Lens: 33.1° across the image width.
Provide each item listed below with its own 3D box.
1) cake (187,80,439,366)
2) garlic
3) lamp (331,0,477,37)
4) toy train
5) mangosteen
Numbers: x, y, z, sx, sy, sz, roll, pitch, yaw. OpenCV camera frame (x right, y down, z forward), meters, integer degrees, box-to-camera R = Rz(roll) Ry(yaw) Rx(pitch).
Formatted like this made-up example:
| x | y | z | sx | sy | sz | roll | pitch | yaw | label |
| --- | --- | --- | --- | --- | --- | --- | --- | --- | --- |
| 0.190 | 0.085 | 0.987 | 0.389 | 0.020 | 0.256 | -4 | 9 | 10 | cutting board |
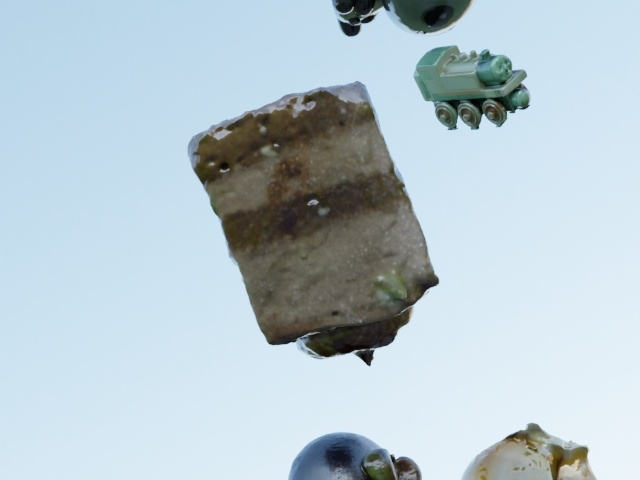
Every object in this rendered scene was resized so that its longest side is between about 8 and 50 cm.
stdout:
| x | y | z | sx | sy | sz | roll | pitch | yaw | label |
| --- | --- | --- | --- | --- | --- | --- | --- | --- | --- |
| 0.000 | 0.000 | 1.098 | 0.196 | 0.292 | 0.199 | -18 | 3 | 0 | cake |
| 0.361 | 0.439 | 1.636 | 0.249 | 0.313 | 0.286 | -31 | -49 | 17 | garlic |
| 0.136 | -0.407 | 1.714 | 0.244 | 0.197 | 0.197 | -15 | -28 | 5 | lamp |
| 0.232 | -0.236 | 1.641 | 0.081 | 0.194 | 0.125 | -43 | -64 | -27 | toy train |
| 0.038 | 0.275 | 1.162 | 0.153 | 0.152 | 0.152 | -19 | -29 | -11 | mangosteen |
